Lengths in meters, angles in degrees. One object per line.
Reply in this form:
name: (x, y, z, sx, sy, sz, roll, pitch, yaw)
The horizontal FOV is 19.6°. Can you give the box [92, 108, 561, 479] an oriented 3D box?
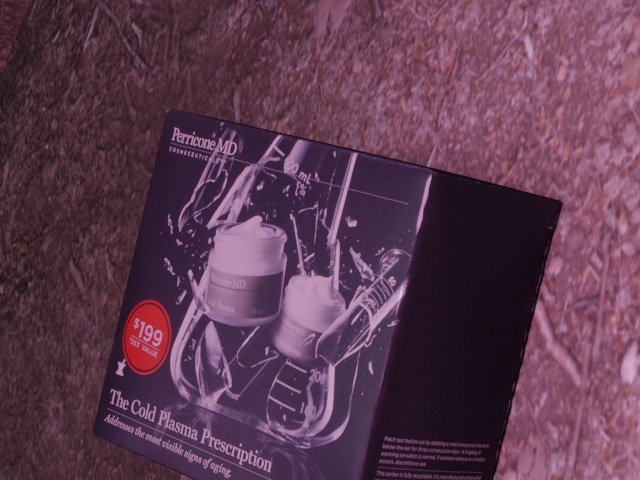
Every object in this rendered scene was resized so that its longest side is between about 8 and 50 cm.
box: (-0.004, 0.071, 1.631, 0.343, 0.179, 0.313, 15, 92, 44)
